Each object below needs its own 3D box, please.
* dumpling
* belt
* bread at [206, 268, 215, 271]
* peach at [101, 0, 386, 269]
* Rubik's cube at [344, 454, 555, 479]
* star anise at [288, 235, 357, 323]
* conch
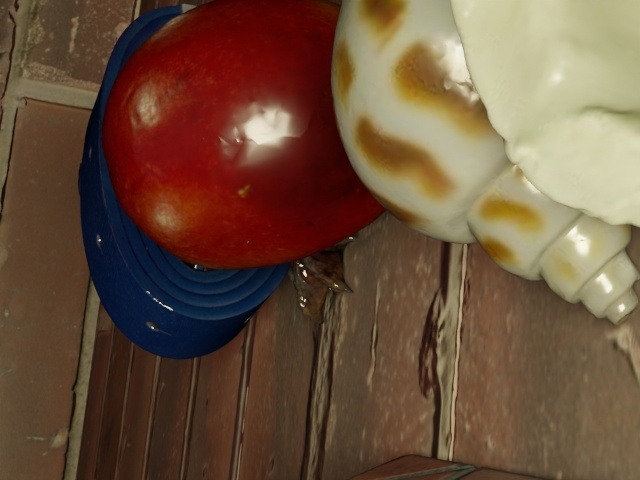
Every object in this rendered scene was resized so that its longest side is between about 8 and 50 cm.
[{"bbox_3d":[0.127,-0.126,0.407,0.131,0.179,0.252,-117,41,-54],"label":"dumpling"},{"bbox_3d":[-0.125,-0.063,1.090,0.117,0.212,0.347,127,144,-56],"label":"belt"},{"bbox_3d":[-0.086,0.031,1.177,0.085,0.053,0.085,42,138,54],"label":"bread"},{"bbox_3d":[-0.053,-0.091,0.849,0.243,0.243,0.200,-106,1,-53],"label":"peach"},{"bbox_3d":[0.039,0.207,0.569,0.233,0.228,0.229,30,69,34],"label":"Rubik's cube"},{"bbox_3d":[0.000,-0.001,0.953,0.141,0.042,0.141,-172,90,-71],"label":"star anise"},{"bbox_3d":[0.088,-0.088,0.572,0.148,0.182,0.275,-9,82,28],"label":"conch"}]
